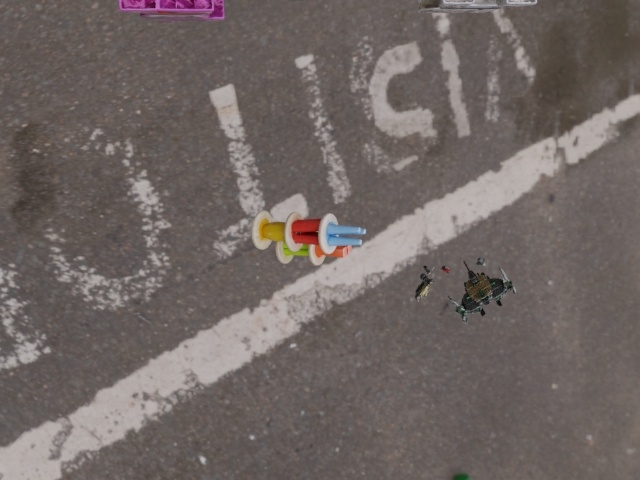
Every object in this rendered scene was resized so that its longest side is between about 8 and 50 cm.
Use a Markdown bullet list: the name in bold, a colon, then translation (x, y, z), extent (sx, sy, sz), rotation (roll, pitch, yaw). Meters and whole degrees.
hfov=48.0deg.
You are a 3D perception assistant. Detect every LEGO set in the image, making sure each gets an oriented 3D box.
- **LEGO set**: translation (0.000, -0.173, 0.415), extent (0.227, 0.093, 0.087), rotation (-4, 103, -12)
- **LEGO set**: translation (0.115, 0.038, 0.557), extent (0.054, 0.083, 0.023), rotation (-55, 133, -10)

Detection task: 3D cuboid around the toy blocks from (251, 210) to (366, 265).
- **toy blocks**: translation (0.000, 0.000, 0.956), extent (0.123, 0.148, 0.054), rotation (35, 62, -60)
